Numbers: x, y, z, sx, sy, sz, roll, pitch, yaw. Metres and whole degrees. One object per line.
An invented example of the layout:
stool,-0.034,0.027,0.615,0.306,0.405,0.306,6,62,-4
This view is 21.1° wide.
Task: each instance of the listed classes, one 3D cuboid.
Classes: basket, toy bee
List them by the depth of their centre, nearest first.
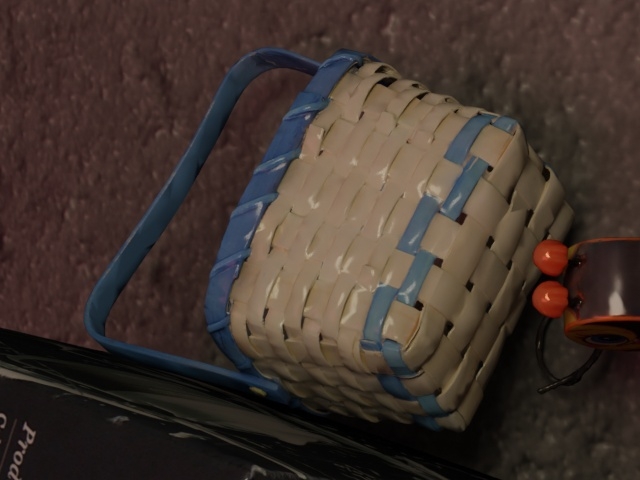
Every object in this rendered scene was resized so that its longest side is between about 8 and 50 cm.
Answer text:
toy bee,0.212,0.042,1.030,0.298,0.162,0.195,-38,53,32
basket,0.000,0.000,1.160,0.289,0.201,0.255,21,72,31

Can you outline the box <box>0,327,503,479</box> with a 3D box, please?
box,-0.108,0.243,1.121,0.472,0.480,0.297,17,88,38
